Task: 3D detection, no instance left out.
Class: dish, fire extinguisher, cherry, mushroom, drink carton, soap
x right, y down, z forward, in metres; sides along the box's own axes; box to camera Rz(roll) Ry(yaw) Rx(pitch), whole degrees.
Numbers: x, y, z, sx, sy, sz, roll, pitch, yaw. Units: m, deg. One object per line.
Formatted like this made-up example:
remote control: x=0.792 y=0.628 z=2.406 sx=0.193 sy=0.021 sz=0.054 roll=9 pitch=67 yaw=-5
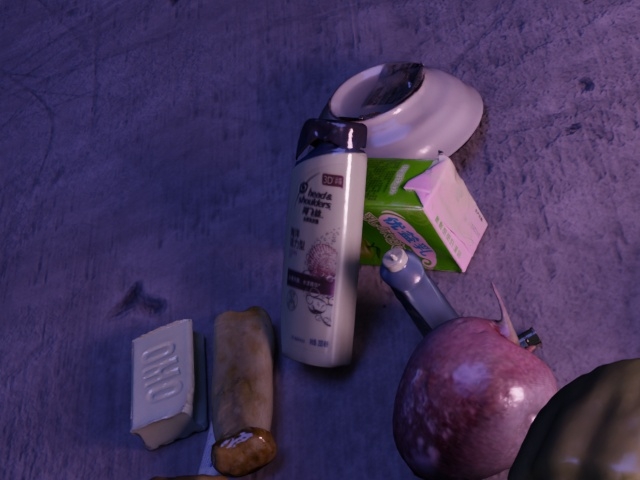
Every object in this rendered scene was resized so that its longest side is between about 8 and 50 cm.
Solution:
dish: x=0.107 y=-0.215 z=2.259 sx=0.317 sy=0.106 sz=0.316 roll=-18 pitch=33 yaw=13
fire extinguisher: x=0.264 y=0.151 z=1.882 sx=0.083 sy=0.025 sz=0.038 roll=-32 pitch=1 yaw=5
cherry: x=0.200 y=0.201 z=1.754 sx=0.266 sy=0.184 sz=0.213 roll=-57 pitch=25 yaw=6
mushroom: x=-0.115 y=0.225 z=2.042 sx=0.100 sy=0.081 sz=0.312 roll=-8 pitch=40 yaw=3
drink carton: x=0.101 y=-0.047 z=2.089 sx=0.271 sy=0.161 sz=0.108 roll=4 pitch=53 yaw=38
soap: x=-0.240 y=0.225 z=2.143 sx=0.115 sy=0.063 sz=0.198 roll=-23 pitch=41 yaw=13

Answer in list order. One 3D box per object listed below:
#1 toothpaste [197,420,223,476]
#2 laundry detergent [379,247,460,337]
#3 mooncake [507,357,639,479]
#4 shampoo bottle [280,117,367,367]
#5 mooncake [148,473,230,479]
toothpaste: x=-0.163 y=0.349 z=1.989 sx=0.052 sy=0.033 sz=0.218 roll=-4 pitch=45 yaw=19
laundry detergent: x=0.138 y=0.078 z=1.901 sx=0.061 sy=0.206 sz=0.096 roll=-34 pitch=40 yaw=3
mooncake: x=0.369 y=0.290 z=1.406 sx=0.356 sy=0.356 sz=0.194 roll=1 pitch=47 yaw=37
shampoo bottle: x=0.000 y=0.000 z=2.012 sx=0.134 sy=0.078 sz=0.359 roll=11 pitch=100 yaw=44
mooncake: x=-0.230 y=0.464 z=1.636 sx=0.246 sy=0.393 sz=0.394 roll=-6 pitch=63 yaw=32
